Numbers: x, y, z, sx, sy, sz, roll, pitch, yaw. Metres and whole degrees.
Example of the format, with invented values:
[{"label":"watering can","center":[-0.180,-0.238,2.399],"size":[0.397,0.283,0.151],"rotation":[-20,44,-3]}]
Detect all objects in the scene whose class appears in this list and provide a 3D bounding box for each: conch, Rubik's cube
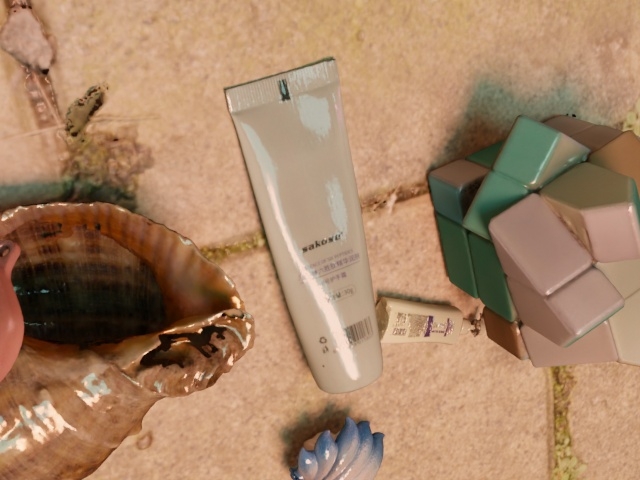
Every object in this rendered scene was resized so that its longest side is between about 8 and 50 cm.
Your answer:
[{"label":"conch","center":[-0.206,0.096,0.721],"size":[0.291,0.210,0.159],"rotation":[-8,145,-20]},{"label":"Rubik's cube","center":[0.249,-0.008,0.886],"size":[0.224,0.213,0.265],"rotation":[-25,117,-16]}]

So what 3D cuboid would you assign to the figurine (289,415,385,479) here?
[{"label":"figurine","center":[0.022,0.224,0.942],"size":[0.114,0.079,0.114],"rotation":[-25,133,-30]}]

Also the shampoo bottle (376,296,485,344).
[{"label":"shampoo bottle","center":[0.117,0.089,0.961],"size":[0.141,0.034,0.049],"rotation":[8,98,-30]}]

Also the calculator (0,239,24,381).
[{"label":"calculator","center":[-0.350,0.088,0.616],"size":[0.329,0.220,0.048],"rotation":[-33,143,-7]}]

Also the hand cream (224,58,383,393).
[{"label":"hand cream","center":[0.000,0.000,0.860],"size":[0.109,0.067,0.321],"rotation":[-20,112,-18]}]
